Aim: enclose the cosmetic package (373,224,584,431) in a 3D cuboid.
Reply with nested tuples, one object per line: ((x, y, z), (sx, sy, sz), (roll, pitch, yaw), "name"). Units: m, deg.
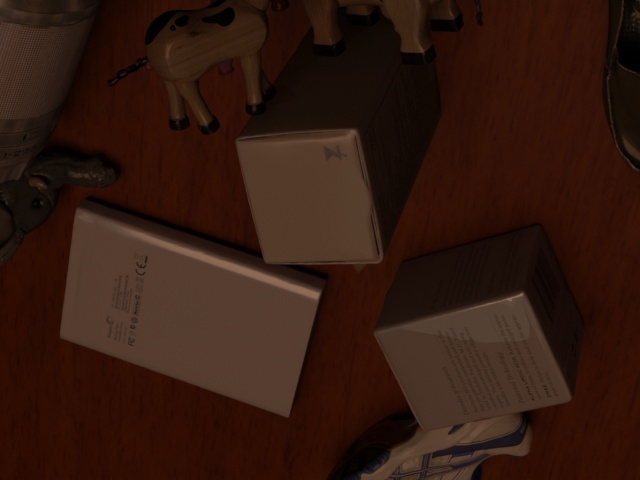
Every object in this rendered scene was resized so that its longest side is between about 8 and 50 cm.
((0.184, 0.100, 1.526), (0.184, 0.151, 0.151), (-16, 114, 26), "cosmetic package")

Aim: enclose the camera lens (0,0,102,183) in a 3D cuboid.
((-0.369, -0.226, 1.462), (0.219, 0.219, 0.274), (28, 124, 0), "camera lens")

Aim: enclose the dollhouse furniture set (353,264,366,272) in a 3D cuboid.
((0.000, 0.000, 1.574), (0.081, 0.091, 0.114), (-10, 120, 39), "dollhouse furniture set")

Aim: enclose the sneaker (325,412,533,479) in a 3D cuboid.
((0.131, 0.281, 1.674), (0.296, 0.112, 0.131), (-36, 105, 32), "sneaker")

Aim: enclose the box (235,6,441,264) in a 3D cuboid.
((0.029, -0.114, 1.349), (0.121, 0.311, 0.148), (-2, 119, 18), "box")

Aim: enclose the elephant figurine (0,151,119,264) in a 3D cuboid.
((-0.402, -0.052, 1.627), (0.239, 0.169, 0.186), (29, 155, -20), "elephant figurine")

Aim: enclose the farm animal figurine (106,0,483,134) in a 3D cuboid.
((-0.009, -0.255, 1.261), (0.327, 0.330, 0.172), (-2, 126, 17), "farm animal figurine")

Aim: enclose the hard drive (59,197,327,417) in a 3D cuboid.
((-0.166, 0.087, 1.692), (0.319, 0.040, 0.210), (18, 124, 6), "hard drive")

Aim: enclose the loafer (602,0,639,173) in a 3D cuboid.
((0.326, -0.170, 1.359), (0.094, 0.087, 0.251), (-4, 118, 19), "loafer")
